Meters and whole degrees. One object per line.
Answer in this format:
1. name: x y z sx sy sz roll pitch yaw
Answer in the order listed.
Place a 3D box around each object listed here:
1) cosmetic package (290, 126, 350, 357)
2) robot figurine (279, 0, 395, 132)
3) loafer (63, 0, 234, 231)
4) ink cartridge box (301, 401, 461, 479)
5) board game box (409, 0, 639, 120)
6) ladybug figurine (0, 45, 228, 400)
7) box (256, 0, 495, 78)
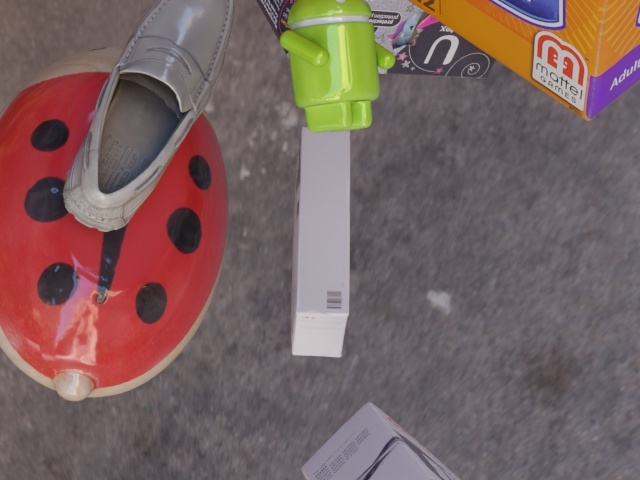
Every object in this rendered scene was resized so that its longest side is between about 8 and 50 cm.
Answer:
1. cosmetic package: 0.000 0.000 1.541 0.061 0.099 0.239 2 58 -1
2. robot figurine: 0.009 -0.141 1.070 0.101 0.067 0.115 -7 92 -49
3. loafer: -0.169 -0.157 1.477 0.112 0.111 0.319 25 70 -12
4. ink cartridge box: 0.100 0.269 1.275 0.100 0.237 0.172 -47 113 1
5. board game box: 0.205 -0.391 1.086 0.356 0.356 0.356 -38 59 -22
6. ladybug figurine: -0.242 -0.037 1.605 0.305 0.162 0.449 10 64 -18
7. box: 0.073 -0.278 1.537 0.247 0.142 0.163 -2 44 -26
